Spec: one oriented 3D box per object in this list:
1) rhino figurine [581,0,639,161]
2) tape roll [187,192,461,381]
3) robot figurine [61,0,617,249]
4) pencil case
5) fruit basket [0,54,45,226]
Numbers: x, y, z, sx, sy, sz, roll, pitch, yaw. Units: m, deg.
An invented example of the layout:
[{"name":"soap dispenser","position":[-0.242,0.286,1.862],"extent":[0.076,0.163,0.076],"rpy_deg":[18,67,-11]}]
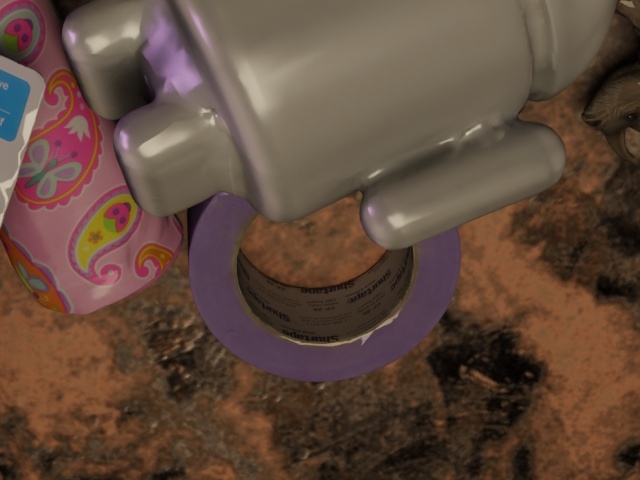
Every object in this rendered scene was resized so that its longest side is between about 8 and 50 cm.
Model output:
[{"name":"rhino figurine","position":[0.227,-0.159,1.015],"extent":[0.106,0.073,0.243],"rpy_deg":[2,120,-4]},{"name":"tape roll","position":[0.000,0.000,1.073],"extent":[0.189,0.080,0.189],"rpy_deg":[-2,118,-4]},{"name":"robot figurine","position":[0.028,-0.143,0.912],"extent":[0.353,0.200,0.300],"rpy_deg":[-25,80,-7]},{"name":"pencil case","position":[-0.193,-0.090,0.986],"extent":[0.124,0.124,0.284],"rpy_deg":[-22,117,6]},{"name":"fruit basket","position":[-0.362,-0.006,0.943],"extent":[0.327,0.165,0.353],"rpy_deg":[27,116,10]}]
